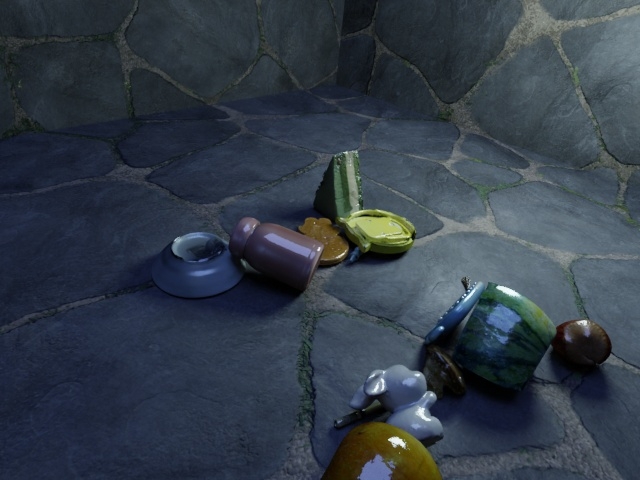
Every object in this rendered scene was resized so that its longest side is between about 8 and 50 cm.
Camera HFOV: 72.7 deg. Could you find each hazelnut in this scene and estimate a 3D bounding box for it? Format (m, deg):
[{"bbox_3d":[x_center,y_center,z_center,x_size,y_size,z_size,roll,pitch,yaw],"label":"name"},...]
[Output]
[{"bbox_3d":[0.754,0.295,1.264,0.154,0.143,0.143,-1,31,19],"label":"hazelnut"}]

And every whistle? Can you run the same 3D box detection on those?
[{"bbox_3d":[0.131,0.052,1.606,0.035,0.035,0.100,20,37,19],"label":"whistle"}]

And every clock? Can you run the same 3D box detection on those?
[{"bbox_3d":[0.227,-0.029,1.709,0.294,0.071,0.277,-6,35,-20],"label":"clock"}]

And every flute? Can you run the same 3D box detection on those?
[{"bbox_3d":[0.137,0.412,1.075,0.233,0.027,0.027,-12,38,-26],"label":"flute"}]

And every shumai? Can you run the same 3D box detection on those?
[{"bbox_3d":[0.319,0.344,1.158,0.105,0.139,0.123,-19,-3,17],"label":"shumai"}]

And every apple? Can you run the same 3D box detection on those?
[{"bbox_3d":[0.114,0.467,0.815,0.208,0.236,0.237,28,39,25],"label":"apple"}]

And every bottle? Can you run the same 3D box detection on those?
[{"bbox_3d":[-0.153,0.041,1.438,0.297,0.206,0.173,22,70,4],"label":"bottle"}]

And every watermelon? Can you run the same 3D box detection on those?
[{"bbox_3d":[0.495,0.287,1.207,0.213,0.201,0.261,31,67,28],"label":"watermelon"}]

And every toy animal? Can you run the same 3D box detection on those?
[{"bbox_3d":[0.179,0.390,1.002,0.179,0.127,0.193,-13,54,-23],"label":"toy animal"}]

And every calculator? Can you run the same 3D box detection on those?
[{"bbox_3d":[0.392,0.215,1.271,0.042,0.188,0.303,43,45,14],"label":"calculator"}]

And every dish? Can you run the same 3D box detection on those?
[{"bbox_3d":[-0.408,0.053,1.454,0.317,0.106,0.316,5,33,-3],"label":"dish"}]

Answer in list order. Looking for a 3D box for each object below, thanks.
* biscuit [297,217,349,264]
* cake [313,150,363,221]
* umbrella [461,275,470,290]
[{"bbox_3d":[0.000,0.001,1.655,0.202,0.044,0.288,-1,33,-12],"label":"biscuit"},{"bbox_3d":[0.106,-0.212,1.798,0.158,0.283,0.172,-21,59,-34],"label":"cake"},{"bbox_3d":[0.518,0.152,1.536,0.032,0.020,0.083,8,39,4],"label":"umbrella"}]
